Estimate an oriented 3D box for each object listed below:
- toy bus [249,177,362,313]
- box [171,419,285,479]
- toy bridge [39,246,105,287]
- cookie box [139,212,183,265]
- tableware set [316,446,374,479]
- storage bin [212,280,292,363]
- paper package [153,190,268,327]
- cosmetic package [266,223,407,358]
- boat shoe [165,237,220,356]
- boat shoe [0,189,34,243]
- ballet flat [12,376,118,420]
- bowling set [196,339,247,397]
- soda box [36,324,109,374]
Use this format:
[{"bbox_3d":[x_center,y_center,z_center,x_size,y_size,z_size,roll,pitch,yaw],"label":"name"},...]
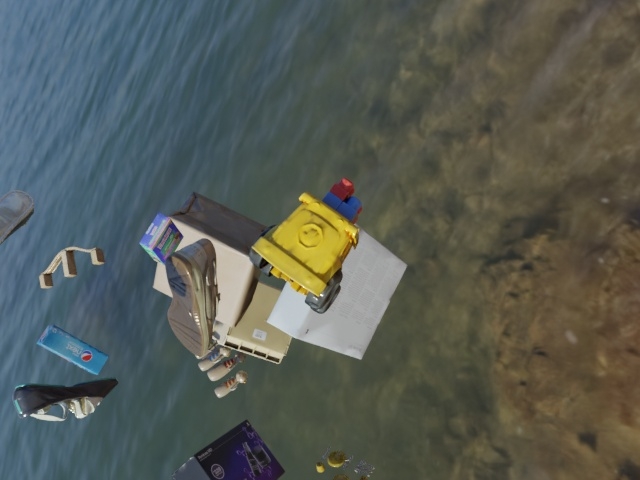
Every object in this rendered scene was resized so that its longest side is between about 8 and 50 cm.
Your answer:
[{"bbox_3d":[0.000,0.000,1.077,0.149,0.220,0.211,34,82,11],"label":"toy bus"},{"bbox_3d":[-0.233,0.608,1.632,0.184,0.261,0.103,48,111,12],"label":"box"},{"bbox_3d":[-0.562,0.050,1.395,0.188,0.026,0.063,-21,75,23],"label":"toy bridge"},{"bbox_3d":[-0.391,-0.002,1.541,0.040,0.107,0.092,22,70,17],"label":"cookie box"},{"bbox_3d":[0.057,0.596,1.595,0.154,0.024,0.104,12,43,35],"label":"tableware set"},{"bbox_3d":[-0.227,0.283,2.263,0.123,0.262,0.260,2,70,56],"label":"storage bin"},{"bbox_3d":[-0.341,0.064,1.958,0.168,0.309,0.325,-60,-6,-51],"label":"paper package"},{"bbox_3d":[0.056,0.123,1.522,0.097,0.377,0.284,22,83,31],"label":"cosmetic package"},{"bbox_3d":[-0.281,0.143,1.462,0.121,0.110,0.341,32,138,22],"label":"boat shoe"},{"bbox_3d":[-0.893,-0.011,1.667,0.099,0.116,0.319,-52,5,44],"label":"boat shoe"},{"bbox_3d":[-0.463,0.295,1.148,0.074,0.203,0.074,-6,80,37],"label":"ballet flat"},{"bbox_3d":[-0.370,0.408,2.262,0.154,0.200,0.287,-33,31,-9],"label":"bowling set"},{"bbox_3d":[-0.803,0.355,2.028,0.067,0.210,0.071,-11,47,52],"label":"soda box"}]
